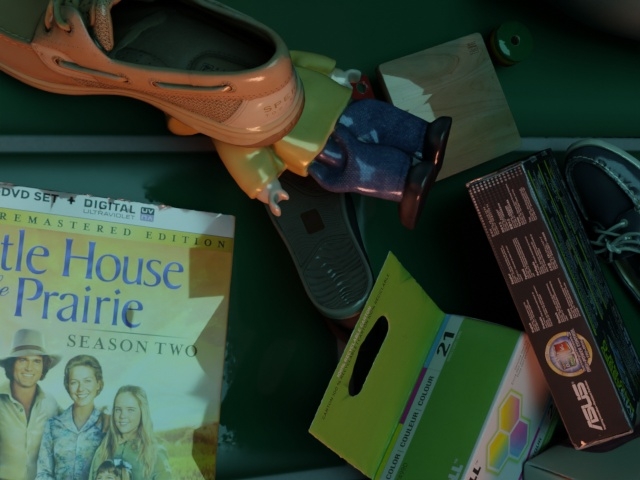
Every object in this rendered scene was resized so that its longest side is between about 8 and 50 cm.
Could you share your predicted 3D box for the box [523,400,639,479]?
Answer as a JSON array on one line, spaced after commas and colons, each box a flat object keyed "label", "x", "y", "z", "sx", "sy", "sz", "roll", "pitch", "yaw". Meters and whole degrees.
[{"label": "box", "x": 0.322, "y": 0.264, "z": 1.039, "sx": 0.232, "sy": 0.127, "sz": 0.149, "roll": -16, "pitch": 111, "yaw": -38}]

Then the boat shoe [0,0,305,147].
[{"label": "boat shoe", "x": -0.174, "y": -0.187, "z": 0.883, "sx": 0.341, "sy": 0.110, "sz": 0.122, "roll": 18, "pitch": 70, "yaw": 12}]

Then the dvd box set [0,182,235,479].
[{"label": "dvd box set", "x": -0.238, "y": 0.166, "z": 0.898, "sx": 0.307, "sy": 0.062, "sz": 0.420, "roll": 8, "pitch": 80, "yaw": -22}]

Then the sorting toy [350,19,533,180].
[{"label": "sorting toy", "x": 0.122, "y": -0.134, "z": 1.101, "sx": 0.274, "sy": 0.046, "sz": 0.132, "roll": -22, "pitch": 92, "yaw": -24}]

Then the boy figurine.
[{"label": "boy figurine", "x": -0.031, "y": -0.100, "z": 0.951, "sx": 0.285, "sy": 0.092, "sz": 0.177, "roll": 18, "pitch": 59, "yaw": 7}]

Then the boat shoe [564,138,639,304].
[{"label": "boat shoe", "x": 0.347, "y": 0.002, "z": 1.155, "sx": 0.254, "sy": 0.095, "sz": 0.079, "roll": 53, "pitch": 56, "yaw": -18}]

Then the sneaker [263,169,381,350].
[{"label": "sneaker", "x": 0.000, "y": 0.000, "z": 1.023, "sx": 0.083, "sy": 0.118, "sz": 0.222, "roll": -16, "pitch": 60, "yaw": 1}]

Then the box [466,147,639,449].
[{"label": "box", "x": 0.243, "y": 0.045, "z": 1.046, "sx": 0.270, "sy": 0.060, "sz": 0.216, "roll": 67, "pitch": 22, "yaw": -1}]

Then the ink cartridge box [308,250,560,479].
[{"label": "ink cartridge box", "x": 0.119, "y": 0.156, "z": 0.970, "sx": 0.255, "sy": 0.097, "sz": 0.189, "roll": 45, "pitch": 64, "yaw": -46}]

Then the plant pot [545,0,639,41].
[{"label": "plant pot", "x": 0.359, "y": -0.335, "z": 1.128, "sx": 0.255, "sy": 0.271, "sz": 0.272, "roll": 28, "pitch": 72, "yaw": -33}]
